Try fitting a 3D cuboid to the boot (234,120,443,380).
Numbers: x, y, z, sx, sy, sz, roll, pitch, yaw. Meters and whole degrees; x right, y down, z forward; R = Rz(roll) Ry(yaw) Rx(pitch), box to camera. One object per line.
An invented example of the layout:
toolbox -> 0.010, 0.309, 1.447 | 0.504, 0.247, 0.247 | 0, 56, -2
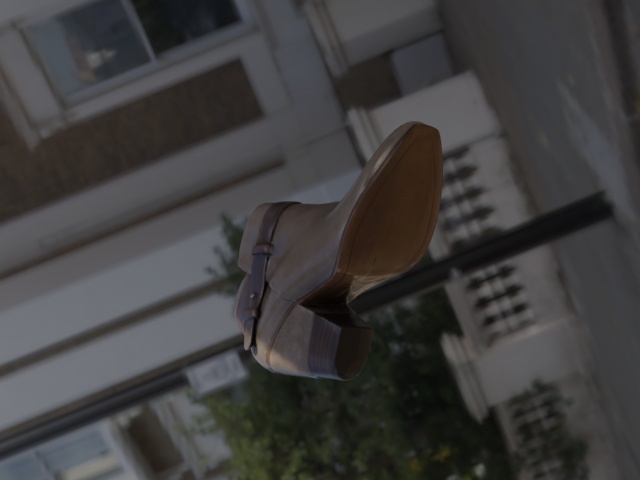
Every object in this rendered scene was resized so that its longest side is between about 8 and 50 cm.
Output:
boot -> 0.000, 0.000, 0.544 | 0.042, 0.118, 0.087 | 17, -173, -35
